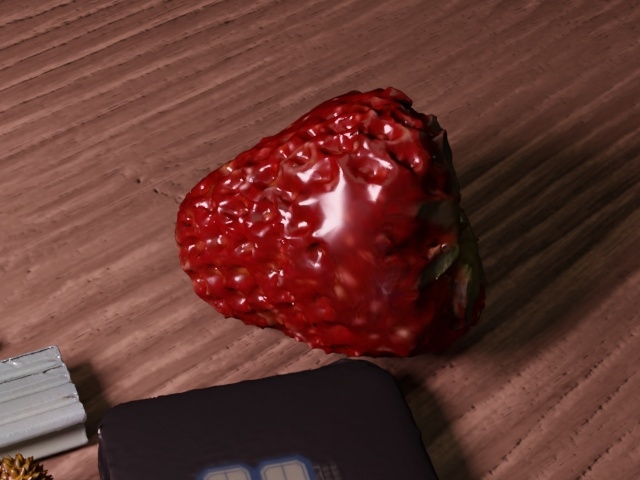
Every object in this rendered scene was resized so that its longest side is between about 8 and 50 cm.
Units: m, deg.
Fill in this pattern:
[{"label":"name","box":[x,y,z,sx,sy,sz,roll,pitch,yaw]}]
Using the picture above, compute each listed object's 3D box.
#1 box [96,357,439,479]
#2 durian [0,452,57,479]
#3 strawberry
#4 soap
[{"label":"box","box":[-0.038,0.287,1.515,0.350,0.091,0.359,-9,48,-16]},{"label":"durian","box":[-0.318,0.287,1.445,0.136,0.168,0.158,17,62,-13]},{"label":"strawberry","box":[0.000,0.000,1.665,0.345,0.317,0.295,-12,54,9]},{"label":"soap","box":[-0.361,0.194,1.584,0.198,0.063,0.115,-15,48,-19]}]
